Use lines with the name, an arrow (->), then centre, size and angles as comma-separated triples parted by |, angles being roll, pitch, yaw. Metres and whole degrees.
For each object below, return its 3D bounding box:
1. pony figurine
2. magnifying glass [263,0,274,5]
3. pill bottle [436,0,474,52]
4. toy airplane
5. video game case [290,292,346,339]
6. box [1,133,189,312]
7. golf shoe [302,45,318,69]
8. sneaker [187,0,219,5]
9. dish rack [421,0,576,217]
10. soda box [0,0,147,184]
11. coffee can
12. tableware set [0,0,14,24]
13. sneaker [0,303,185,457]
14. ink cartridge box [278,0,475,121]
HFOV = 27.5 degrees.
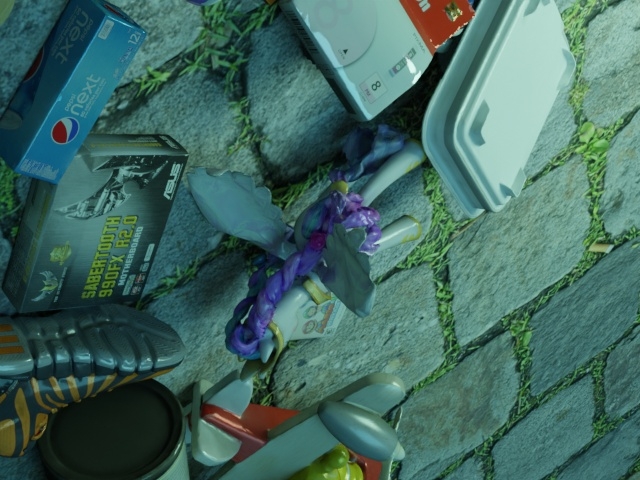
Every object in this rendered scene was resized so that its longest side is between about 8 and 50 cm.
pony figurine -> 0.000, 0.000, 1.800 | 0.363, 0.303, 0.351 | -46, 155, -28
magnifying glass -> 0.007, -0.384, 1.622 | 0.231, 0.026, 0.092 | -48, 144, -2
pill bottle -> 0.174, -0.324, 1.803 | 0.067, 0.067, 0.120 | -8, 129, -40
toy airplane -> -0.056, 0.352, 2.023 | 0.384, 0.272, 0.386 | -12, 149, -12
video game case -> -0.006, 0.089, 2.045 | 0.143, 0.019, 0.157 | -2, 125, -44
box -> -0.282, -0.023, 1.638 | 0.183, 0.056, 0.231 | -4, 126, -43
golf shoe -> 0.073, -0.273, 1.736 | 0.198, 0.077, 0.094 | -6, 121, -36
sneaker -> -0.113, -0.380, 1.457 | 0.105, 0.095, 0.236 | 13, 109, -42
dish rack -> 0.276, -0.216, 1.903 | 0.332, 0.072, 0.285 | -64, 147, -16
soda box -> -0.288, -0.172, 1.481 | 0.067, 0.071, 0.210 | 19, 109, -50
coffee can -> -0.283, 0.352, 1.860 | 0.201, 0.201, 0.275 | -26, 139, -26
tableware set -> -0.395, -0.262, 1.323 | 0.194, 0.039, 0.128 | 8, 106, -54
sneaker -> -0.345, 0.186, 1.735 | 0.321, 0.124, 0.180 | 1, 127, -32
ink cartridge box -> 0.085, -0.295, 1.672 | 0.232, 0.066, 0.189 | -39, 112, -11
